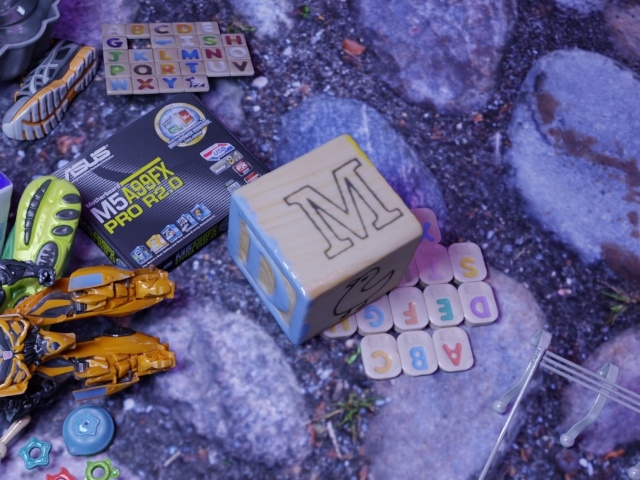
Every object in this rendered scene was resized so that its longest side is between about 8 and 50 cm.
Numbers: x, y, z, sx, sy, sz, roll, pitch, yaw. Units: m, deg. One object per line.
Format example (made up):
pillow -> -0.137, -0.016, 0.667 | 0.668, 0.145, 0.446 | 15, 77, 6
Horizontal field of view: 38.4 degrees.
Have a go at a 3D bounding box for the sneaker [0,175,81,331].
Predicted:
sneaker -> -0.402, 0.058, 1.272 | 0.109, 0.123, 0.295 | 23, 79, -7

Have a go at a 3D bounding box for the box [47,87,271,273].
box -> -0.237, -0.082, 1.399 | 0.270, 0.060, 0.216 | -37, 76, -25

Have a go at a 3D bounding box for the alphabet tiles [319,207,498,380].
alphabet tiles -> 0.126, 0.074, 1.412 | 0.284, 0.021, 0.278 | -4, 64, -13

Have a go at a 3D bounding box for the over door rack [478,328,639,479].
over door rack -> 0.344, 0.319, 1.290 | 0.240, 0.108, 0.324 | 26, 76, 3

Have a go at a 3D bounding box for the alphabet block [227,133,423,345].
alphabet block -> 0.000, 0.000, 1.309 | 0.197, 0.192, 0.193 | -30, 72, -19

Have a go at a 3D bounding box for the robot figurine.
robot figurine -> -0.332, 0.121, 1.186 | 0.291, 0.085, 0.211 | -9, 104, -36

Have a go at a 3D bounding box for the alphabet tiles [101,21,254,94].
alphabet tiles -> -0.234, -0.303, 1.508 | 0.237, 0.009, 0.198 | -5, 45, -13

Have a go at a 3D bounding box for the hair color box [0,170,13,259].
hair color box -> -0.566, 0.023, 1.164 | 0.110, 0.185, 0.339 | 43, 47, 13

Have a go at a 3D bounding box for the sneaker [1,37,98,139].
sneaker -> -0.434, -0.238, 1.435 | 0.083, 0.084, 0.215 | 26, 52, 6

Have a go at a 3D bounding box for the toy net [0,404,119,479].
toy net -> -0.383, 0.284, 1.194 | 0.232, 0.045, 0.122 | -7, 67, -13

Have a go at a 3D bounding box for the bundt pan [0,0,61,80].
bundt pan -> -0.557, -0.348, 1.368 | 0.331, 0.124, 0.330 | 11, 52, -15
